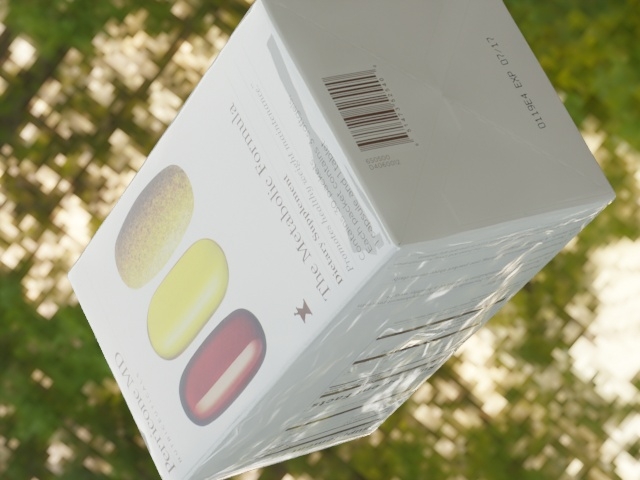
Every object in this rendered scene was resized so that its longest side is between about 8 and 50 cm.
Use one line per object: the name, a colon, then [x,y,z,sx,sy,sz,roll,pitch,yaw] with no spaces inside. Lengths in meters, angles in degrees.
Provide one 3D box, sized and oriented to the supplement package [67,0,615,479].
supplement package: [0.000,0.000,0.950,0.134,0.244,0.139,-13,-115,-37]
